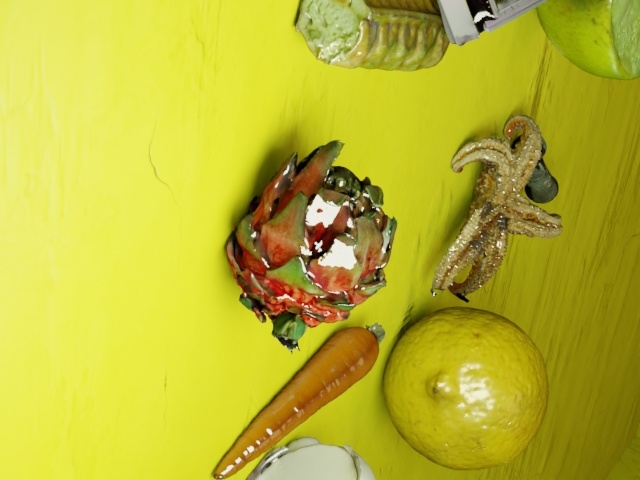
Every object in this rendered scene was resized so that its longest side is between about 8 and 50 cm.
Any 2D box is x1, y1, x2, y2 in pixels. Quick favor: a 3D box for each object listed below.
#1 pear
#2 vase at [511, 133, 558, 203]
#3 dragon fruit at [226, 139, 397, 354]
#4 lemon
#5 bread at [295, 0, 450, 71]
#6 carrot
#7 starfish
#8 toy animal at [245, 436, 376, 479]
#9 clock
[{"bbox_3d":[0.378,-0.389,1.789,0.282,0.176,0.286,1,105,-62],"label":"pear"},{"bbox_3d":[0.357,-0.119,2.102,0.059,0.059,0.167,-62,155,-12],"label":"vase"},{"bbox_3d":[-0.006,0.006,1.342,0.189,0.182,0.182,-31,164,20],"label":"dragon fruit"},{"bbox_3d":[0.217,0.220,1.886,0.267,0.267,0.267,-45,147,-40],"label":"lemon"},{"bbox_3d":[0.069,-0.236,1.385,0.087,0.098,0.269,-35,169,26],"label":"bread"},{"bbox_3d":[-0.023,0.196,1.609,0.336,0.069,0.069,-36,142,-38],"label":"carrot"},{"bbox_3d":[0.266,-0.037,1.937,0.312,0.113,0.303,-10,117,-51],"label":"starfish"},{"bbox_3d":[0.019,0.405,1.672,0.183,0.247,0.310,-40,132,-16],"label":"toy animal"},{"bbox_3d":[0.181,-0.334,1.435,0.253,0.083,0.186,-33,104,-52],"label":"clock"}]
